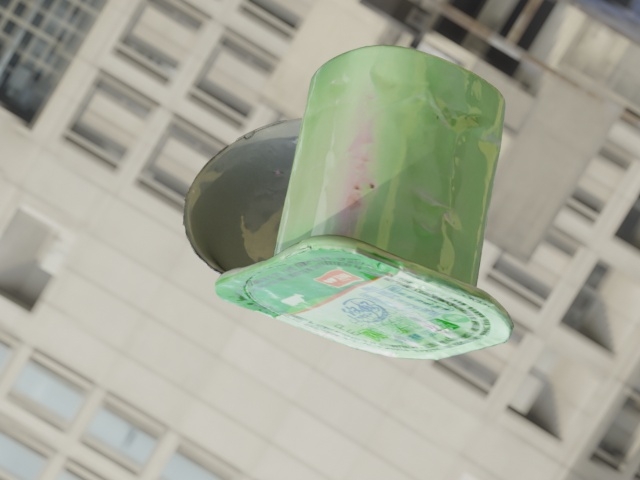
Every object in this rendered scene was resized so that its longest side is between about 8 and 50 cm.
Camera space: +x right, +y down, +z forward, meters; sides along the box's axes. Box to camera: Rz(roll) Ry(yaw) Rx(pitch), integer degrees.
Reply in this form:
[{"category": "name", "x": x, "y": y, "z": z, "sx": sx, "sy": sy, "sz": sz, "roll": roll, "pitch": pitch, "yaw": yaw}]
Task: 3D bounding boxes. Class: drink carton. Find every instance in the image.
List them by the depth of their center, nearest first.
[{"category": "drink carton", "x": 0.041, "y": -0.023, "z": 0.927, "sx": 0.144, "sy": 0.142, "sz": 0.146, "roll": 23, "pitch": 156, "yaw": -25}]

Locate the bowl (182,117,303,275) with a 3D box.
[{"category": "bowl", "x": 0.000, "y": 0.000, "z": 1.183, "sx": 0.189, "sy": 0.189, "sz": 0.086, "roll": 34, "pitch": 149, "yaw": 37}]
